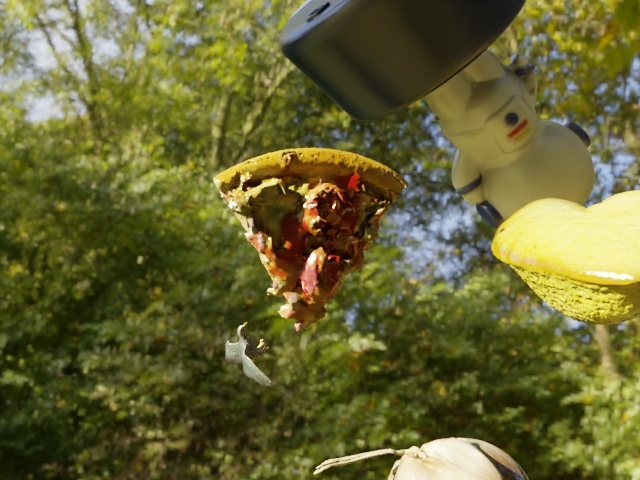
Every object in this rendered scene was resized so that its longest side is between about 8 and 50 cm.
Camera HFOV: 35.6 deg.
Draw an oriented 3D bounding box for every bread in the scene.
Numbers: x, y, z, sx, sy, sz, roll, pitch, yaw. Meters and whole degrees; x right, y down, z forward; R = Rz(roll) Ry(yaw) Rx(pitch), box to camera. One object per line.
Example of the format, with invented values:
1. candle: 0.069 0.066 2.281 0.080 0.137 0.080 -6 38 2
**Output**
1. bread: 0.217 0.006 0.732 0.188 0.149 0.065 16 -48 60

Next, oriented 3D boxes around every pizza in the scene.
1. pizza: 0.000 0.000 1.020 0.201 0.193 0.053 -9 11 -16

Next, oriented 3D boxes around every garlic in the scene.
1. garlic: 0.135 0.312 1.155 0.257 0.207 0.207 28 -27 -28

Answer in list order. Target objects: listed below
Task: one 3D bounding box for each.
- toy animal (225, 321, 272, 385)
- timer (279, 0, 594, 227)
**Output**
1. toy animal: -0.060 0.095 0.857 0.028 0.050 0.084 5 4 -27
2. timer: 0.167 -0.163 1.119 0.383 0.270 0.270 50 -36 -17
